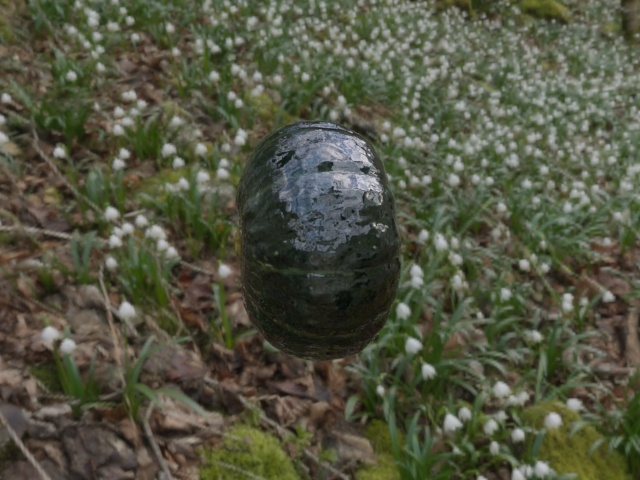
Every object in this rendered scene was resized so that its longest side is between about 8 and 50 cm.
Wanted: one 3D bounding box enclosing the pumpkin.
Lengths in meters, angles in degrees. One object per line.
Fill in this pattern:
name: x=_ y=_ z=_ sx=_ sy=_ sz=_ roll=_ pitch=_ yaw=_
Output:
pumpkin: x=-0.001 y=0.000 z=0.658 sx=0.152 sy=0.212 sz=0.212 roll=2 pitch=20 yaw=-2
